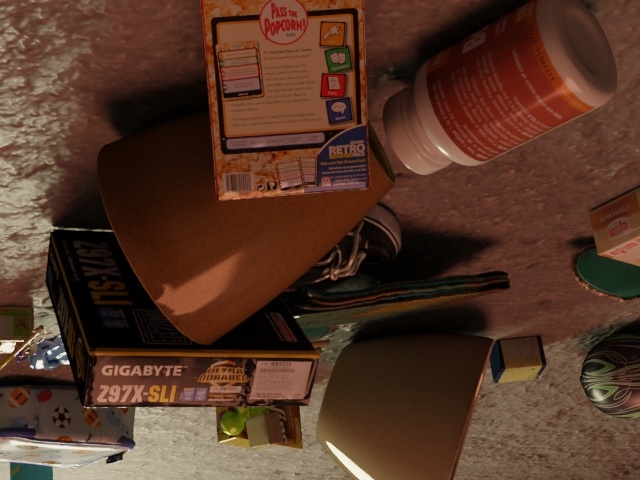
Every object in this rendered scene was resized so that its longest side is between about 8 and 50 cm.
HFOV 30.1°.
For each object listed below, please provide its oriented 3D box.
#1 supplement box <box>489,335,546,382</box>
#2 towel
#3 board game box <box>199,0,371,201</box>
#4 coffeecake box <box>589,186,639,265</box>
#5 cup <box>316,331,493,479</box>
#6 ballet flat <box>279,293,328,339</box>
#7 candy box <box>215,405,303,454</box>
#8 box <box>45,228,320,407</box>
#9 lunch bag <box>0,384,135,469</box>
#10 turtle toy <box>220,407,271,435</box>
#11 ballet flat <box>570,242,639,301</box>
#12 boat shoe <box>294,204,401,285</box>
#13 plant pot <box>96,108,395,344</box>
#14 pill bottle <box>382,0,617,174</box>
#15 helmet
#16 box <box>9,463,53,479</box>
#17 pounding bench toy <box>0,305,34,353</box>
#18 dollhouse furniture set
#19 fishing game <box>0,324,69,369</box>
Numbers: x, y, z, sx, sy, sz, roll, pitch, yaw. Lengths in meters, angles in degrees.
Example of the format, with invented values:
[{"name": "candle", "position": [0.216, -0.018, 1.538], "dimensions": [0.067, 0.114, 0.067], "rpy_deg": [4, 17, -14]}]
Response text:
[{"name": "supplement box", "position": [0.353, 0.214, 2.132], "dimensions": [0.083, 0.056, 0.083], "rpy_deg": [-5, 156, -4]}, {"name": "towel", "position": [0.046, 0.089, 1.656], "dimensions": [0.370, 0.040, 0.271], "rpy_deg": [-4, 172, -37]}, {"name": "board game box", "position": [-0.031, -0.137, 1.084], "dimensions": [0.146, 0.045, 0.194], "rpy_deg": [-4, 113, -5]}, {"name": "coffeecake box", "position": [0.483, -0.019, 1.623], "dimensions": [0.185, 0.068, 0.142], "rpy_deg": [13, 149, -39]}, {"name": "cup", "position": [0.130, 0.287, 1.980], "dimensions": [0.237, 0.331, 0.331], "rpy_deg": [17, 159, 11]}, {"name": "ballet flat", "position": [-0.087, 0.111, 1.780], "dimensions": [0.206, 0.073, 0.067], "rpy_deg": [10, 179, -28]}, {"name": "candy box", "position": [-0.112, 0.326, 2.187], "dimensions": [0.053, 0.109, 0.186], "rpy_deg": [-21, 154, 32]}, {"name": "box", "position": [-0.175, 0.086, 1.402], "dimensions": [0.257, 0.322, 0.079], "rpy_deg": [1, 113, -21]}, {"name": "lunch bag", "position": [-0.487, 0.337, 2.102], "dimensions": [0.243, 0.115, 0.303], "rpy_deg": [-24, 150, 38]}, {"name": "turtle toy", "position": [-0.128, 0.282, 2.079], "dimensions": [0.066, 0.130, 0.095], "rpy_deg": [-1, 144, 48]}, {"name": "ballet flat", "position": [0.469, 0.046, 1.761], "dimensions": [0.240, 0.091, 0.077], "rpy_deg": [3, 179, -14]}, {"name": "boat shoe", "position": [0.003, -0.001, 1.477], "dimensions": [0.113, 0.105, 0.306], "rpy_deg": [-20, 153, 27]}, {"name": "plant pot", "position": [-0.060, -0.051, 1.233], "dimensions": [0.254, 0.237, 0.237], "rpy_deg": [-27, 152, 11]}, {"name": "pill bottle", "position": [0.171, -0.147, 1.174], "dimensions": [0.216, 0.121, 0.121], "rpy_deg": [-26, 150, 36]}, {"name": "helmet", "position": [0.554, 0.242, 2.124], "dimensions": [0.169, 0.169, 0.161], "rpy_deg": [-7, 173, 0]}, {"name": "box", "position": [-0.556, 0.503, 2.288], "dimensions": [0.060, 0.244, 0.100], "rpy_deg": [6, 153, -28]}, {"name": "pounding bench toy", "position": [-0.457, 0.130, 1.708], "dimensions": [0.083, 0.052, 0.065], "rpy_deg": [2, 155, -20]}, {"name": "dollhouse furniture set", "position": [-0.052, 0.255, 1.969], "dimensions": [0.123, 0.151, 0.144], "rpy_deg": [-7, 170, -21]}, {"name": "fishing game", "position": [-0.340, 0.139, 1.745], "dimensions": [0.264, 0.041, 0.189], "rpy_deg": [-7, 157, -42]}]
